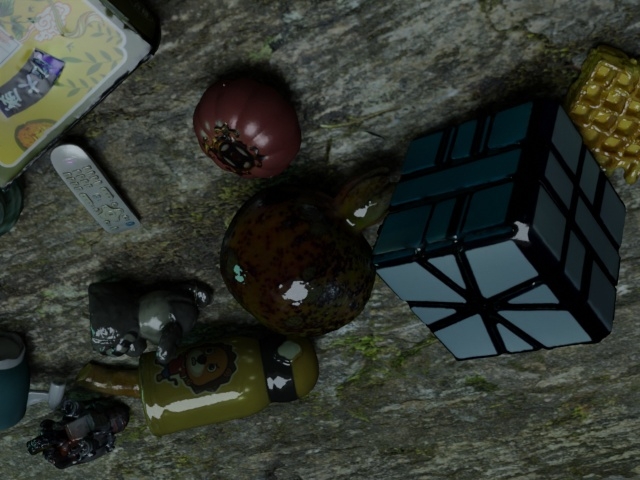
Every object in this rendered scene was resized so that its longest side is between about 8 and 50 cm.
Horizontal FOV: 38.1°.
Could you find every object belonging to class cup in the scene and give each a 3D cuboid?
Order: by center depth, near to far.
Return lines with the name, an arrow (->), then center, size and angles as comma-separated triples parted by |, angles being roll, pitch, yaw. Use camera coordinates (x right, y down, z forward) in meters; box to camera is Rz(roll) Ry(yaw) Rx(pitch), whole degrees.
cup -> -0.694, 0.288, 1.964 | 0.300, 0.167, 0.173 | 12, 118, -13

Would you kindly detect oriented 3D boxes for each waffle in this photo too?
waffle -> 0.488, -0.182, 1.470 | 0.219, 0.057, 0.229 | 15, 133, -6

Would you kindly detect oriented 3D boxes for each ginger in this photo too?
ginger -> -0.383, 0.302, 2.003 | 0.299, 0.065, 0.117 | 3, 126, 8

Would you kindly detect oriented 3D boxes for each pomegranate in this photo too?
pomegranate -> 0.000, 0.000, 1.573 | 0.341, 0.285, 0.285 | -43, 116, 15

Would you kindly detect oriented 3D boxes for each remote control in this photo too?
remote control -> -0.404, -0.096, 1.664 | 0.073, 0.044, 0.229 | -17, 136, 13

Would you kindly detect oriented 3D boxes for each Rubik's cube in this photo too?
Rubik's cube -> 0.288, -0.009, 1.462 | 0.289, 0.283, 0.293 | -15, 133, 41

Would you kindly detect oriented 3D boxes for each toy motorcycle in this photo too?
toy motorcycle -> -0.525, 0.417, 2.005 | 0.207, 0.134, 0.401 | -21, 167, -7

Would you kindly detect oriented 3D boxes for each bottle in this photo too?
bottle -> -0.178, 0.273, 1.863 | 0.352, 0.171, 0.171 | -13, 131, -3

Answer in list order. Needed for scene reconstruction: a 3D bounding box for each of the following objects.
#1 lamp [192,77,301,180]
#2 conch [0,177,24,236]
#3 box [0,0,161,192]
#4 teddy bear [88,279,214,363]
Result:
lamp -> -0.115, -0.185, 1.494 | 0.182, 0.140, 0.182 | 17, 143, 13
conch -> -0.632, -0.068, 1.626 | 0.220, 0.277, 0.195 | 3, 104, -38
box -> -0.511, -0.328, 1.364 | 0.373, 0.138, 0.420 | -37, 120, 20
teddy bear -> -0.342, 0.171, 1.809 | 0.251, 0.171, 0.144 | 7, 138, -3
